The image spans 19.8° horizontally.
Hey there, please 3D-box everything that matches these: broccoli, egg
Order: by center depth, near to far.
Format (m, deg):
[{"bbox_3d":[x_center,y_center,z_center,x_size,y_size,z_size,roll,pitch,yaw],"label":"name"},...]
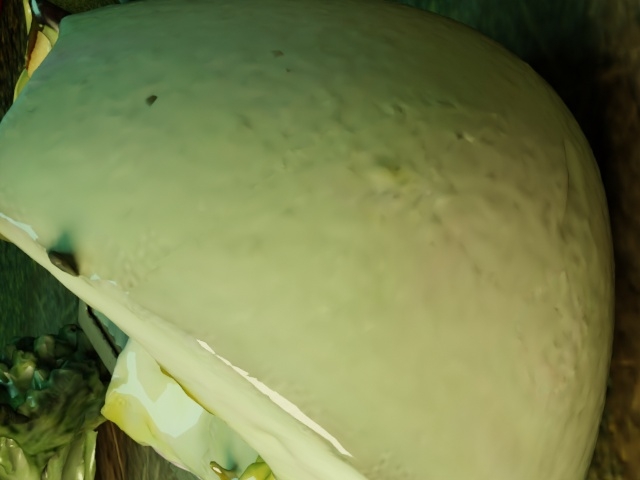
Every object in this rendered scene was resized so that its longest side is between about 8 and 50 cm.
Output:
[{"bbox_3d":[0.016,0.011,0.622,0.206,0.162,0.271,29,165,24],"label":"egg"},{"bbox_3d":[-0.212,0.198,1.167,0.245,0.248,0.288,47,144,-9],"label":"broccoli"}]

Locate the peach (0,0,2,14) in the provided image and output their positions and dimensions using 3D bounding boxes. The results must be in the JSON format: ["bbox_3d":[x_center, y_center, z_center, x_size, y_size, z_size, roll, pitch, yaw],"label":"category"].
[{"bbox_3d":[-0.332,-0.178,1.235,0.190,0.226,0.196,65,150,27],"label":"peach"}]

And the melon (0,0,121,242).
[{"bbox_3d":[-0.121,-0.080,0.947,0.128,0.079,0.160,-92,14,-45],"label":"melon"}]

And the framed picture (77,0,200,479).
[{"bbox_3d":[-0.072,-0.038,0.954,0.247,0.022,0.335,-130,41,-51],"label":"framed picture"}]
